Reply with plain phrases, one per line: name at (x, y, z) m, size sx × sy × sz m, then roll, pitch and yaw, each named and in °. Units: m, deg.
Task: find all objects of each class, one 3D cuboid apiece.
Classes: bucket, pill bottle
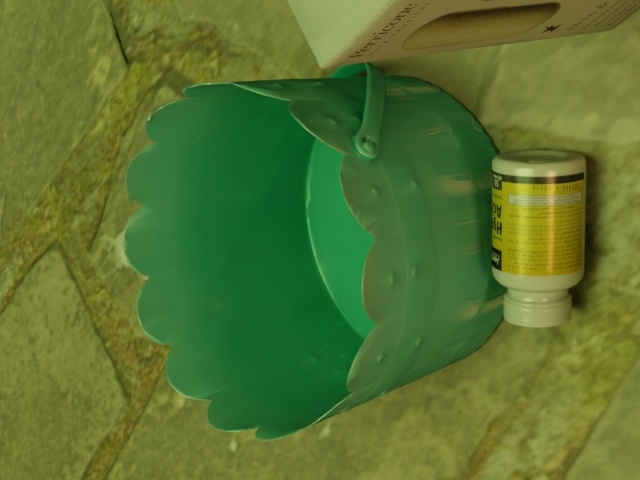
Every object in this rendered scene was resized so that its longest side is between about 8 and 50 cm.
bucket at (0.000, 0.000, 0.986) m, size 0.281 × 0.183 × 0.281 m, roll 15°, pitch 111°, yaw 45°
pill bottle at (0.151, -0.002, 0.906) m, size 0.065 × 0.065 × 0.116 m, roll 12°, pitch 109°, yaw 46°

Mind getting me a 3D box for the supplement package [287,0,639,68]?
supplement package at (0.106, -0.241, 0.740) m, size 0.199 × 0.263 × 0.198 m, roll -40°, pitch 70°, yaw 46°
